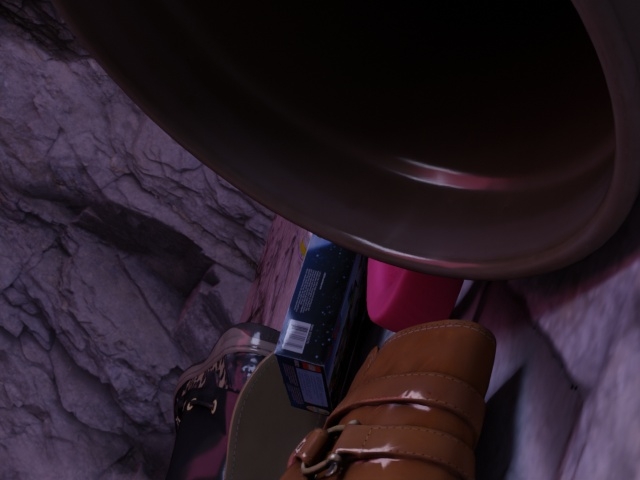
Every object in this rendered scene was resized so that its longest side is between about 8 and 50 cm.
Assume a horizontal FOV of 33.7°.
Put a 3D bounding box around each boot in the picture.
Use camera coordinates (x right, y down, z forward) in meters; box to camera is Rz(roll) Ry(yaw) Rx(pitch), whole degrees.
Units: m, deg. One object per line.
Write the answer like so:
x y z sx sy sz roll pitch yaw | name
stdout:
0.041 0.131 0.467 0.220 0.109 0.283 -55 7 -30 | boot
-0.129 0.285 1.231 0.377 0.138 0.284 129 160 -56 | boot

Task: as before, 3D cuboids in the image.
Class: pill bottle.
0.000 0.000 1.389 0.083 0.043 0.043 120 168 -56 | pill bottle

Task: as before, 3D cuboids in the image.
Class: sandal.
-0.058 0.209 1.032 0.079 0.088 0.240 179 106 -77 | sandal

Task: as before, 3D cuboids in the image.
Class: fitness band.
0.087 -0.053 0.768 0.291 0.054 0.209 -79 11 -63 | fitness band

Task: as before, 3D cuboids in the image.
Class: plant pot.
0.057 -0.187 0.508 0.280 0.323 0.323 -54 0 -22 | plant pot

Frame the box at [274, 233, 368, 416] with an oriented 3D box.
0.020 0.025 0.946 0.159 0.044 0.233 80 -155 -66 | box
